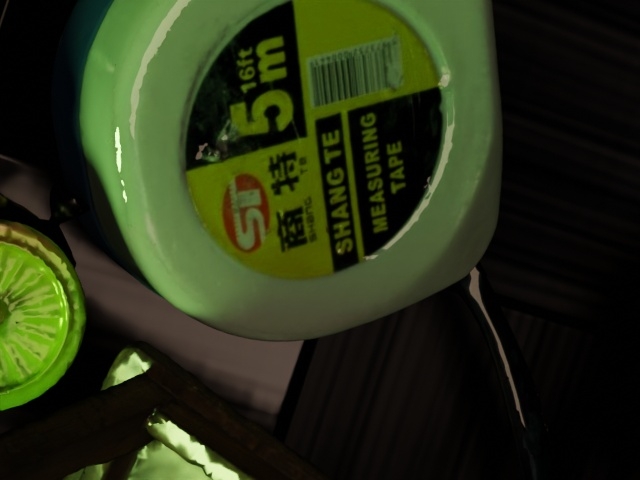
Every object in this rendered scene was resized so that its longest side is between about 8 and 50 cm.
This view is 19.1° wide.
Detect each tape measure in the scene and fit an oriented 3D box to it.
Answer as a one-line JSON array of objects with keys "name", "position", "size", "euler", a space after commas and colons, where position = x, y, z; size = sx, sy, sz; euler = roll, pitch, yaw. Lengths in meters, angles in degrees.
[{"name": "tape measure", "position": [0.000, 0.000, 0.892], "size": [0.215, 0.098, 0.351], "euler": [-18, 112, -23]}]

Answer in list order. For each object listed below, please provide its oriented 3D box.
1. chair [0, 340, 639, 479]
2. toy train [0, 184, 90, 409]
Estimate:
[{"name": "chair", "position": [-0.033, 0.176, 0.833], "size": [0.241, 0.416, 0.203], "euler": [31, 115, 13]}, {"name": "toy train", "position": [-0.220, 0.081, 0.807], "size": [0.160, 0.100, 0.296], "euler": [34, 87, -18]}]
